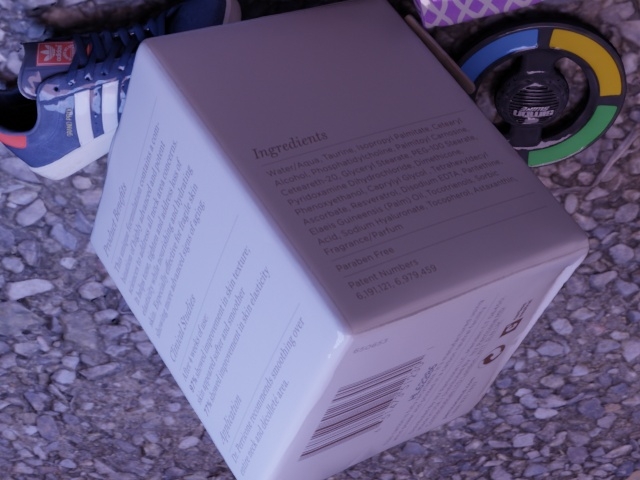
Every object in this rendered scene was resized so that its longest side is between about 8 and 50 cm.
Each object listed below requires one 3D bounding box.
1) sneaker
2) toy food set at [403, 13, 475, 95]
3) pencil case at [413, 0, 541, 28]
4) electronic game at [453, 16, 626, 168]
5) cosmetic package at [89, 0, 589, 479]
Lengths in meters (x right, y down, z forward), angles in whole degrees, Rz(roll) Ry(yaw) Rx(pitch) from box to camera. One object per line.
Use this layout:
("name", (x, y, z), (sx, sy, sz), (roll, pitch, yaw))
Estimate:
("sneaker", (-0.251, -0.194, 1.376), (0.350, 0.131, 0.148), (-31, 134, 26))
("toy food set", (0.120, -0.171, 1.450), (0.128, 0.071, 0.218), (43, 140, 9))
("pencil case", (0.194, -0.294, 1.328), (0.206, 0.088, 0.086), (-11, 132, 9))
("electronic game", (0.258, -0.175, 1.481), (0.229, 0.048, 0.229), (-2, 136, -2))
("cosmetic package", (0.000, 0.000, 1.312), (0.327, 0.393, 0.329), (-18, 150, -33))
